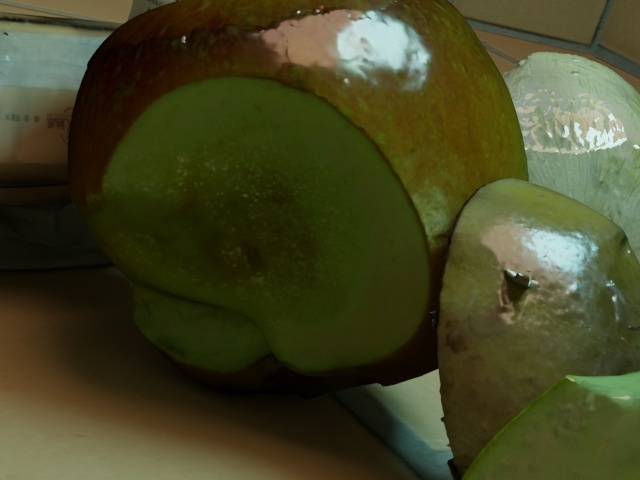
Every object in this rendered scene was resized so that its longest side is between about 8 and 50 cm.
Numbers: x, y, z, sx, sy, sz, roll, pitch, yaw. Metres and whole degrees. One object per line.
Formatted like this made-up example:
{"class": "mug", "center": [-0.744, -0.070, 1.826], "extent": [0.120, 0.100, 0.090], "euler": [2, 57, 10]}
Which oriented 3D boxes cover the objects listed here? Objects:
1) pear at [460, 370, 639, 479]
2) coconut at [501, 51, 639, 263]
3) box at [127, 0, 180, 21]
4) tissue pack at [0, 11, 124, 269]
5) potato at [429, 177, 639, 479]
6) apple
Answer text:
{"class": "pear", "center": [0.205, 0.215, 1.024], "extent": [0.281, 0.286, 0.176], "euler": [-1, -16, 41]}
{"class": "coconut", "center": [0.238, -0.027, 1.730], "extent": [0.297, 0.297, 0.254], "euler": [19, 31, 1]}
{"class": "box", "center": [-0.109, -0.189, 2.092], "extent": [0.145, 0.173, 0.333], "euler": [1, 23, -41]}
{"class": "tissue pack", "center": [-0.259, -0.084, 1.525], "extent": [0.238, 0.239, 0.305], "euler": [28, 18, 32]}
{"class": "potato", "center": [0.189, 0.091, 1.243], "extent": [0.239, 0.299, 0.116], "euler": [12, -20, -43]}
{"class": "apple", "center": [-0.020, -0.037, 1.379], "extent": [0.384, 0.374, 0.374], "euler": [-12, 31, -35]}
